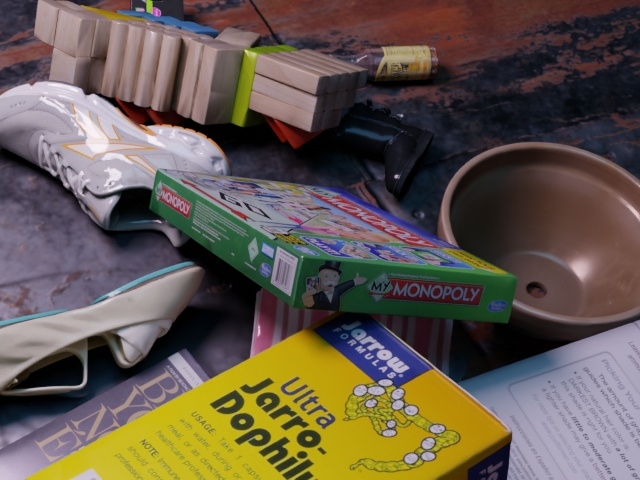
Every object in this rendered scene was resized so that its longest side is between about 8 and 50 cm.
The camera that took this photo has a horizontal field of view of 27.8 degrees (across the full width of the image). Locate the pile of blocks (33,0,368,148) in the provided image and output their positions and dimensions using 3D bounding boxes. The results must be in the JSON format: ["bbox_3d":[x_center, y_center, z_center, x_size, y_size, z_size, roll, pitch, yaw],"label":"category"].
[{"bbox_3d":[-0.137,-0.173,1.418,0.362,0.112,0.149,14,19,5],"label":"pile of blocks"}]

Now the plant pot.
[{"bbox_3d":[0.229,0.021,1.297,0.237,0.109,0.237,4,48,-5],"label":"plant pot"}]

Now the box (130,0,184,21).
[{"bbox_3d":[-0.191,-0.257,1.506,0.062,0.052,0.083,0,48,-9],"label":"box"}]

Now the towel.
[{"bbox_3d":[0.026,0.095,1.208,0.197,0.029,0.144,-7,47,15],"label":"towel"}]

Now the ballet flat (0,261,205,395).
[{"bbox_3d":[-0.212,0.092,1.193,0.248,0.086,0.086,-18,54,-21],"label":"ballet flat"}]

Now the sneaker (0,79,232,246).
[{"bbox_3d":[-0.230,-0.075,1.315,0.262,0.099,0.121,16,53,6],"label":"sneaker"}]

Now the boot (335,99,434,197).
[{"bbox_3d":[0.064,-0.102,1.420,0.099,0.045,0.121,23,42,7],"label":"boot"}]

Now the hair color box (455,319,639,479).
[{"bbox_3d":[0.297,0.179,1.169,0.374,0.113,0.185,-16,54,-21],"label":"hair color box"}]

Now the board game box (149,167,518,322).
[{"bbox_3d":[0.000,0.000,1.175,0.213,0.046,0.317,5,13,-30],"label":"board game box"}]

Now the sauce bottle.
[{"bbox_3d":[0.073,-0.206,1.515,0.128,0.042,0.042,-5,50,-11],"label":"sauce bottle"}]

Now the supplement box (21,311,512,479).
[{"bbox_3d":[-0.051,0.237,0.981,0.356,0.194,0.195,-27,45,-28],"label":"supplement box"}]

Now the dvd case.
[{"bbox_3d":[-0.162,0.202,1.135,0.221,0.018,0.164,-28,59,-29],"label":"dvd case"}]
